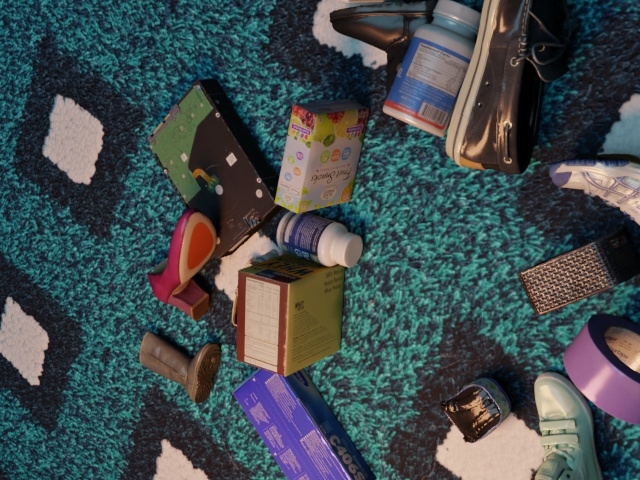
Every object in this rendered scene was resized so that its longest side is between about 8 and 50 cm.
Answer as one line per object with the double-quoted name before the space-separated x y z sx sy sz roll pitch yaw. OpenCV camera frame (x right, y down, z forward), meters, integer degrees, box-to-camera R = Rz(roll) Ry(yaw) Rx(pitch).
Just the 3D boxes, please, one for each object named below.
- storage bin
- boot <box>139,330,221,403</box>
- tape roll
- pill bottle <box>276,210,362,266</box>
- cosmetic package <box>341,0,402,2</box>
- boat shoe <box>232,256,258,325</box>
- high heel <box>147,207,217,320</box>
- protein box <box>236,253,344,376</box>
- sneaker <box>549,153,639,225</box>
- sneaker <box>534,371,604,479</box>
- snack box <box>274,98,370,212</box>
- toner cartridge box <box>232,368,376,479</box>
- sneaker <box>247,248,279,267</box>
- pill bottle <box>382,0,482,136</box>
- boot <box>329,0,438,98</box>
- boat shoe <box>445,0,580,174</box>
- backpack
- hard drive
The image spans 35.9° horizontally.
"storage bin" 0.452 0.056 1.723 0.180 0.122 0.084 -27 84 38
"boot" -0.347 0.279 2.416 0.208 0.076 0.189 37 119 32
"tape roll" 0.514 0.216 1.674 0.189 0.189 0.080 42 122 21
"pill bottle" 0.000 0.000 2.063 0.169 0.094 0.094 18 111 33
"cosmetic package" 0.078 -0.626 1.789 0.155 0.197 0.365 23 116 30
"boat shoe" -0.164 0.121 2.238 0.063 0.059 0.170 23 114 31
"high heel" -0.339 0.029 2.239 0.181 0.127 0.377 35 142 20
"protein box" -0.063 0.148 2.080 0.136 0.200 0.201 13 109 34
"sneaker" 0.521 -0.076 1.647 0.297 0.112 0.130 7 106 36
"sneaker" 0.434 0.374 1.797 0.094 0.151 0.255 -20 88 40
"snack box" 0.005 -0.170 1.967 0.070 0.174 0.207 28 117 32
"toner cartridge box" -0.040 0.435 2.213 0.165 0.075 0.347 -43 76 35
"sneaker" -0.106 0.099 2.187 0.071 0.083 0.190 27 139 26
"pill bottle" 0.207 -0.307 1.749 0.124 0.124 0.221 27 97 29
"boot" 0.128 -0.344 1.882 0.247 0.094 0.207 3 99 30
"boat shoe" 0.352 -0.335 1.671 0.156 0.187 0.500 27 121 23
"backpack" 0.312 0.321 1.916 0.105 0.084 0.114 54 131 13
"hard drive" -0.235 -0.160 2.219 0.237 0.064 0.339 -41 77 36
